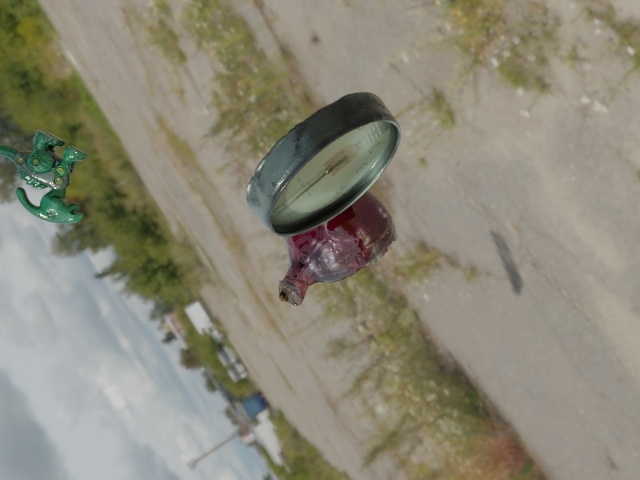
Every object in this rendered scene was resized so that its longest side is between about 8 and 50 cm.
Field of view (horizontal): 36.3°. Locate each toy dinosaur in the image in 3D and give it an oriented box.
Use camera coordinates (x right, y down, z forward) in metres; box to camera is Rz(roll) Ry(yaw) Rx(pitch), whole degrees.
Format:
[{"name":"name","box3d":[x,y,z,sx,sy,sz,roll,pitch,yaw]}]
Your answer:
[{"name":"toy dinosaur","box3d":[-0.332,-0.078,1.157,0.132,0.096,0.059,27,-179,-4]}]

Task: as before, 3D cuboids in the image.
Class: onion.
[{"name":"onion","box3d":[0.000,0.000,1.500,0.140,0.218,0.195,52,165,-28]}]

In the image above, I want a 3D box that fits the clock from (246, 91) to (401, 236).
[{"name":"clock","box3d":[0.008,-0.094,1.268,0.049,0.226,0.226,50,169,20]}]
